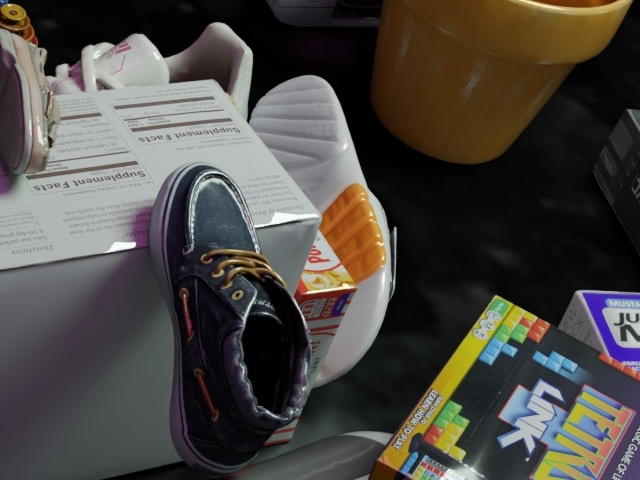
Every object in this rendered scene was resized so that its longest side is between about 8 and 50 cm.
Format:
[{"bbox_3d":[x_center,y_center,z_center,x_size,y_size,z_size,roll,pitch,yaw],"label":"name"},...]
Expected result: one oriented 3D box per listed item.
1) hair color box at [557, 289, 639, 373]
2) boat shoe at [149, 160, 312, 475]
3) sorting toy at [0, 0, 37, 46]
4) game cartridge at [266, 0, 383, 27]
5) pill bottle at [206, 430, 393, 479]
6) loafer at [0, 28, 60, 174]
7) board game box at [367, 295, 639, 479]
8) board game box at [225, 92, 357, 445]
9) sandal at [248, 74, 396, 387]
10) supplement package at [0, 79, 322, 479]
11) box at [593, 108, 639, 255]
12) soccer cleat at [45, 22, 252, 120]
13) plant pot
[{"bbox_3d":[0.216,0.211,1.145,0.110,0.185,0.339,5,41,-18],"label":"hair color box"},{"bbox_3d":[-0.043,0.029,1.024,0.065,0.083,0.183,8,62,-30],"label":"boat shoe"},{"bbox_3d":[-0.264,-0.180,1.495,0.102,0.042,0.061,26,38,5],"label":"sorting toy"},{"bbox_3d":[0.055,-0.272,1.757,0.297,0.062,0.198,-3,40,-29],"label":"game cartridge"},{"bbox_3d":[-0.009,0.205,1.049,0.318,0.176,0.176,-14,50,-38],"label":"pill bottle"},{"bbox_3d":[-0.165,-0.081,1.093,0.039,0.045,0.125,8,34,-26],"label":"loafer"},{"bbox_3d":[0.118,0.119,1.027,0.141,0.048,0.170,27,39,11],"label":"board game box"},{"bbox_3d":[-0.058,0.019,1.273,0.045,0.147,0.193,-7,46,-33],"label":"board game box"},{"bbox_3d":[0.009,-0.004,1.372,0.076,0.102,0.265,47,29,-47],"label":"sandal"},{"bbox_3d":[-0.165,0.035,1.153,0.262,0.204,0.145,-9,45,-34],"label":"supplement package"},{"bbox_3d":[0.410,0.002,1.581,0.307,0.076,0.242,2,42,-25],"label":"box"},{"bbox_3d":[-0.183,-0.077,1.329,0.331,0.143,0.116,-22,55,-42],"label":"soccer cleat"},{"bbox_3d":[0.129,-0.172,1.561,0.205,0.188,0.205,14,38,-11],"label":"plant pot"}]
